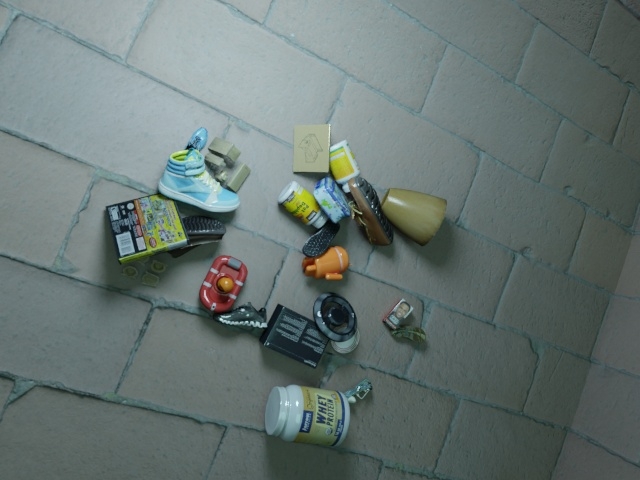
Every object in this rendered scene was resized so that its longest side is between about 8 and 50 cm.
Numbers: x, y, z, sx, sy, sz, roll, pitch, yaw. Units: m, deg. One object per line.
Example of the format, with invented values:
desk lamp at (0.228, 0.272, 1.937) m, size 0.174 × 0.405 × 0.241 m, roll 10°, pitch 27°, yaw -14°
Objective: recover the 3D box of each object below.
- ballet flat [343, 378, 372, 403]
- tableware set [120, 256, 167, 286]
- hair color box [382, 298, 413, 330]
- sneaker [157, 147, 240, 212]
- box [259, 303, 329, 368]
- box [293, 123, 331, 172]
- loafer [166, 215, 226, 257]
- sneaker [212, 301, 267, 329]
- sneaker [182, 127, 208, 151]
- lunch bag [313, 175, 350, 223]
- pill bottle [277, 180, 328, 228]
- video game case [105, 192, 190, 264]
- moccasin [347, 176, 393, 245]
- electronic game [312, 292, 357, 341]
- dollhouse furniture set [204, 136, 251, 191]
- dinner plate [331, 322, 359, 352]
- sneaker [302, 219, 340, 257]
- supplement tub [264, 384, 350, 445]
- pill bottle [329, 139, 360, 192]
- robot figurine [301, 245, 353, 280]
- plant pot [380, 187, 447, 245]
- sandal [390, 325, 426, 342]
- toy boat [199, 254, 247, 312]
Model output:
ballet flat at (0.160, 0.710, 2.083) m, size 0.188 × 0.070 × 0.070 m, roll -29°, pitch 102°, yaw -15°
tableware set at (-0.672, 0.109, 1.735) m, size 0.141 × 0.020 × 0.168 m, roll 27°, pitch 119°, yaw -22°
hair color box at (0.366, 0.351, 2.143) m, size 0.072 × 0.043 × 0.141 m, roll 42°, pitch 78°, yaw 5°
sneaker at (-0.446, -0.236, 1.737) m, size 0.319 × 0.127 × 0.208 m, roll 14°, pitch 123°, yaw -18°
box at (-0.104, 0.413, 1.958) m, size 0.261 × 0.103 × 0.184 m, roll 30°, pitch 79°, yaw -19°
box at (-0.038, -0.390, 1.927) m, size 0.165 × 0.021 × 0.201 m, roll 3°, pitch 93°, yaw 19°
loafer at (-0.553, -0.006, 1.774) m, size 0.366 × 0.134 × 0.130 m, roll -6°, pitch 122°, yaw -10°
sneaker at (-0.329, 0.304, 1.888) m, size 0.234 × 0.078 × 0.106 m, roll 11°, pitch 83°, yaw -21°
sneaker at (-0.494, -0.374, 1.785) m, size 0.063 × 0.073 × 0.162 m, roll 31°, pitch 83°, yaw -18°
lunch bag at (0.045, -0.176, 1.912) m, size 0.090 × 0.219 × 0.176 m, roll -35°, pitch 104°, yaw 13°
pill bottle at (-0.069, -0.146, 1.928) m, size 0.215 × 0.117 × 0.117 m, roll 38°, pitch 81°, yaw -18°
video game case at (-0.643, -0.056, 1.679) m, size 0.248 × 0.035 × 0.274 m, roll -18°, pitch 55°, yaw -18°
moccasin at (0.197, -0.120, 1.974) m, size 0.380 × 0.147 × 0.139 m, roll 54°, pitch 35°, yaw -44°
electronic game at (0.066, 0.335, 1.990) m, size 0.229 × 0.048 × 0.229 m, roll 20°, pitch 50°, yaw -26°
dollhouse furniture set at (-0.388, -0.310, 1.852) m, size 0.144 × 0.123 × 0.151 m, roll -57°, pitch 143°, yaw -8°
dinner plate at (0.112, 0.447, 2.082) m, size 0.141 × 0.017 × 0.141 m, roll -1°, pitch 93°, yaw -20°
sneaker at (0.000, 0.000, 1.957) m, size 0.084 × 0.097 × 0.235 m, roll 50°, pitch 58°, yaw -5°
supplement tub at (-0.057, 0.742, 1.927) m, size 0.316 × 0.228 × 0.228 m, roll 15°, pitch 88°, yaw -20°
pill bottle at (0.103, -0.321, 1.980) m, size 0.118 × 0.117 × 0.208 m, roll -30°, pitch 103°, yaw -16°
robot figurine at (0.032, 0.097, 1.974) m, size 0.220 × 0.158 × 0.128 m, roll -13°, pitch 113°, yaw -19°
plant pot at (0.401, -0.132, 2.058) m, size 0.254 × 0.237 × 0.237 m, roll 24°, pitch 85°, yaw -5°
sandal at (0.421, 0.445, 2.181) m, size 0.180 × 0.049 × 0.072 m, roll 10°, pitch 84°, yaw -6°
toy boat at (-0.386, 0.177, 1.811) m, size 0.151 × 0.151 × 0.231 m, roll 27°, pitch 82°, yaw -16°
